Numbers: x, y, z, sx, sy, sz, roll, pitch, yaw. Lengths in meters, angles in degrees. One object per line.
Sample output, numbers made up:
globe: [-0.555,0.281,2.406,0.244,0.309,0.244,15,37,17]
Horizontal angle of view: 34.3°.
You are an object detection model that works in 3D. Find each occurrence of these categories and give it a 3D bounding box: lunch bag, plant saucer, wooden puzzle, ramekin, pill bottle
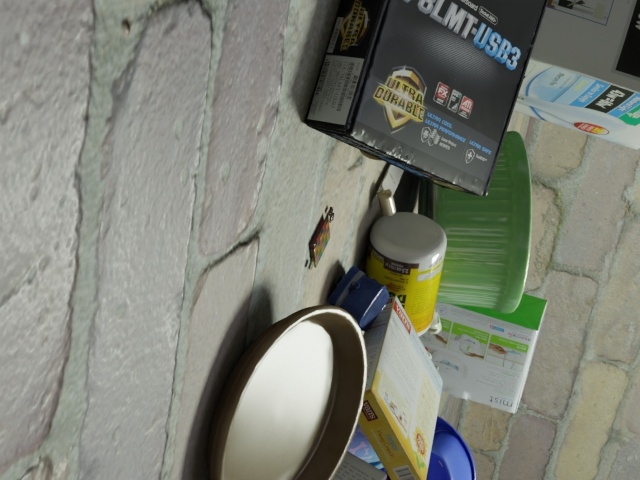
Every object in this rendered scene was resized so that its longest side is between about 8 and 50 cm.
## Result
lunch bag: [0.049,0.079,1.446,0.067,0.065,0.098,-54,163,-10]
plant saucer: [-0.037,0.202,1.178,0.278,0.041,0.278,-30,128,-47]
wooden puzzle: [0.000,0.000,1.289,0.049,0.006,0.083,85,26,-55]
ramekin: [0.246,-0.032,1.723,0.303,0.148,0.303,-178,-90,-89]
pill bottle: [0.123,0.071,1.601,0.117,0.117,0.215,-55,157,-50]

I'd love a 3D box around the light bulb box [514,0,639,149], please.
light bulb box: [0.471,-0.339,1.811,0.358,0.361,0.225,89,19,-86]

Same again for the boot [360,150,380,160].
boot: [0.119,-0.252,1.275,0.283,0.109,0.220,-51,148,-31]

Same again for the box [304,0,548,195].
box: [0.135,-0.225,1.189,0.295,0.073,0.293,19,90,-49]

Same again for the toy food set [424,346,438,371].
toy food set: [0.188,0.284,2.093,0.232,0.104,0.111,-43,146,-63]

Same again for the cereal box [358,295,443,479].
cereal box: [0.109,0.212,1.472,0.173,0.047,0.240,61,24,-20]

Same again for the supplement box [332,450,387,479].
supplement box: [-0.009,0.396,1.409,0.220,0.114,0.111,-56,160,-23]

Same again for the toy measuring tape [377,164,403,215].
toy measuring tape: [0.190,-0.159,1.582,0.121,0.121,0.330,89,22,-48]

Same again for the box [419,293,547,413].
box: [0.323,0.213,2.206,0.127,0.262,0.231,-54,155,-53]

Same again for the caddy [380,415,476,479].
caddy: [0.140,0.475,1.870,0.179,0.241,0.341,3,104,-70]

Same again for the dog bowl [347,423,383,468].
dog bowl: [0.075,0.271,1.602,0.297,0.074,0.166,58,25,-70]

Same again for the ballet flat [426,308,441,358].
ballet flat: [0.169,0.180,1.929,0.095,0.096,0.280,32,75,-74]
